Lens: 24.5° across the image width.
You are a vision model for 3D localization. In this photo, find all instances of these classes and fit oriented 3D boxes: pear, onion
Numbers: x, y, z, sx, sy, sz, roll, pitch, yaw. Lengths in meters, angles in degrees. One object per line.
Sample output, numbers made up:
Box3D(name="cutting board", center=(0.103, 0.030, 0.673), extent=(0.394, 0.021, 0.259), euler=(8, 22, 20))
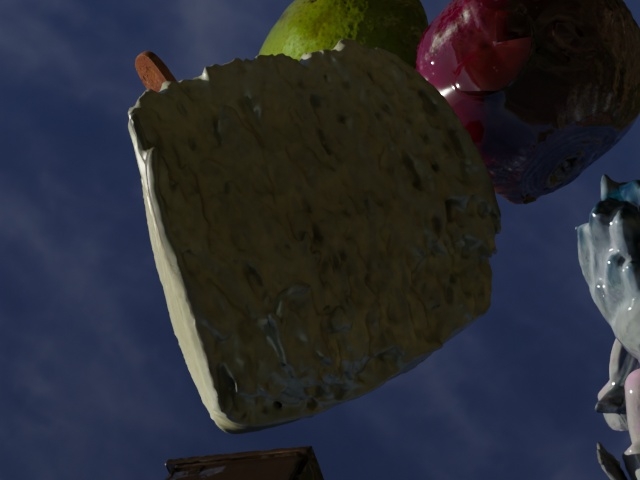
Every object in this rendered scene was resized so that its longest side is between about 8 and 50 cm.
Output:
Box3D(name="pear", center=(0.031, -0.201, 1.812), extent=(0.139, 0.239, 0.288), euler=(10, -101, -40))
Box3D(name="onion", center=(0.217, -0.182, 1.492), extent=(0.206, 0.207, 0.216), euler=(26, -145, -57))

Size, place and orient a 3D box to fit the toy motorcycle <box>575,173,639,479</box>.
Box3D(name="toy motorcycle", center=(0.152, 0.069, 0.537), extent=(0.108, 0.239, 0.204), euler=(-32, -84, -11))

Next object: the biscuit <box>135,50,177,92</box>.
Box3D(name="biscuit", center=(-0.183, -0.178, 1.705), extent=(0.015, 0.078, 0.091), euler=(-35, -85, -23))

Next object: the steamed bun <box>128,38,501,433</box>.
Box3D(name="steamed bun", center=(0.000, 0.000, 1.185), extent=(0.272, 0.273, 0.290), euler=(-11, -104, -8))

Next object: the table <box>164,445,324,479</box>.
Box3D(name="table", center=(-0.088, 0.326, 1.442), extent=(0.172, 0.169, 0.193), euler=(71, -154, -21))
